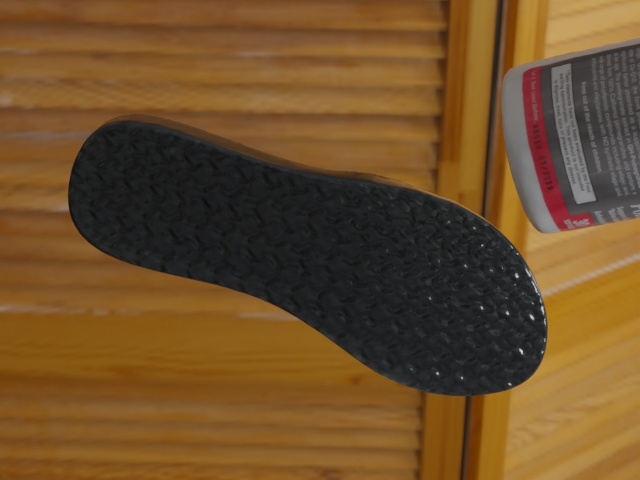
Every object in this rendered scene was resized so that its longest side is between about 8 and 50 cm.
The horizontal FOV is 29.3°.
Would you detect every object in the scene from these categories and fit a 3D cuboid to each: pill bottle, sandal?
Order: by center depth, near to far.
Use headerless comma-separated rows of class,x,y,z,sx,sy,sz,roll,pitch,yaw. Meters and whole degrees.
sandal,0.000,-0.003,1.099,0.446,0.167,0.107,23,15,-2
pill bottle,0.349,-0.117,1.188,0.318,0.176,0.176,-11,22,21
